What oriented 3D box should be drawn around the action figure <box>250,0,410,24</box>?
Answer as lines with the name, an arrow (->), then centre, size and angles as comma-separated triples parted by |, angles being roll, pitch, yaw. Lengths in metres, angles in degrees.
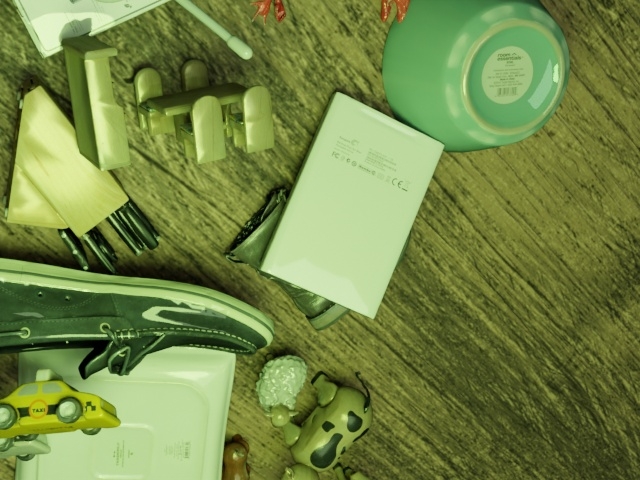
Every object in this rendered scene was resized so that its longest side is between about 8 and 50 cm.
action figure -> -0.015, -0.359, 1.477 | 0.280, 0.091, 0.139 | 19, 93, -25

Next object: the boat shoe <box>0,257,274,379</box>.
boat shoe -> -0.316, 0.135, 1.485 | 0.500, 0.187, 0.156 | 9, 73, -17

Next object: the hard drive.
hard drive -> 0.052, -0.055, 1.582 | 0.203, 0.040, 0.307 | 24, 84, -15

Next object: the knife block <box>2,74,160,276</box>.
knife block -> -0.338, -0.087, 1.465 | 0.242, 0.088, 0.275 | 6, 107, -23

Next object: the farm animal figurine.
farm animal figurine -> -0.001, 0.384, 1.715 | 0.330, 0.172, 0.327 | 21, 101, -25

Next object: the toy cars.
toy cars -> -0.451, 0.262, 1.463 | 0.176, 0.394, 0.087 | 16, 60, -39

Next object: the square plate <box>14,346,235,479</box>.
square plate -> -0.324, 0.335, 1.619 | 0.344, 0.049, 0.347 | 4, 107, -11

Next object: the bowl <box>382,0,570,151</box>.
bowl -> 0.272, -0.272, 1.576 | 0.311, 0.163, 0.311 | -7, 112, -18

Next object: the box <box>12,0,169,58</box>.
box -> -0.294, -0.392, 1.367 | 0.290, 0.087, 0.169 | -28, 116, -9

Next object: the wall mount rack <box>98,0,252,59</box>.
wall mount rack -> -0.156, -0.421, 1.284 | 0.304, 0.130, 0.350 | 37, 95, -27

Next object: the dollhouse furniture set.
dollhouse furniture set -> -0.215, -0.209, 1.370 | 0.242, 0.212, 0.161 | -16, 116, -26

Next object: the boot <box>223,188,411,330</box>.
boot -> 0.000, 0.000, 1.624 | 0.263, 0.091, 0.229 | -45, 110, -7
